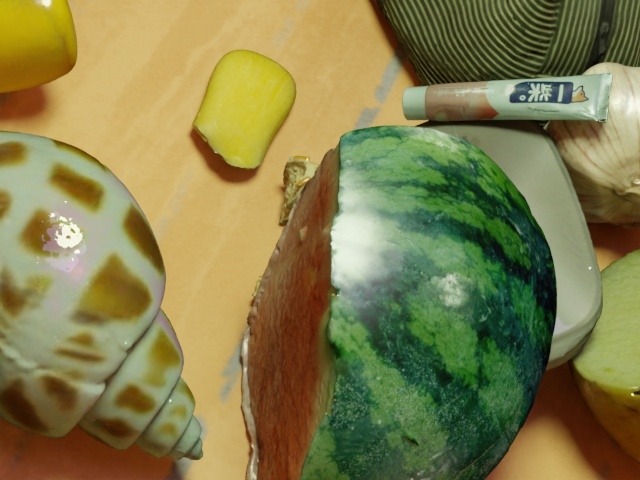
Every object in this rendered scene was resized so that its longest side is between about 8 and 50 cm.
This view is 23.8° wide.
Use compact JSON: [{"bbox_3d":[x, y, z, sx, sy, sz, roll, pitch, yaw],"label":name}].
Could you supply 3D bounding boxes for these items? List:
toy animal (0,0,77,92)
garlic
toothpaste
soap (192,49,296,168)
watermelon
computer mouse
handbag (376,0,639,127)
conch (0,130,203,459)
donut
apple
[{"bbox_3d":[-0.368,-0.300,1.362,0.277,0.345,0.247,-3,59,18],"label":"toy animal"},{"bbox_3d":[0.328,-0.057,1.500,0.199,0.199,0.226,6,42,-17],"label":"garlic"},{"bbox_3d":[0.182,-0.138,1.486,0.205,0.036,0.056,0,63,23],"label":"toothpaste"},{"bbox_3d":[-0.080,-0.130,1.515,0.089,0.033,0.168,25,48,1],"label":"soap"},{"bbox_3d":[0.043,0.064,1.221,0.319,0.222,0.292,-20,50,4],"label":"watermelon"},{"bbox_3d":[0.150,-0.006,1.426,0.197,0.095,0.331,-13,49,4],"label":"computer mouse"},{"bbox_3d":[0.220,-0.287,1.626,0.247,0.240,0.341,-4,54,-30],"label":"handbag"},{"bbox_3d":[-0.245,0.043,1.209,0.249,0.197,0.368,-42,73,-3],"label":"conch"},{"bbox_3d":[0.004,-0.001,1.424,0.108,0.065,0.166,18,49,-8],"label":"donut"},{"bbox_3d":[0.383,0.099,1.421,0.346,0.179,0.254,-32,82,-32],"label":"apple"}]
